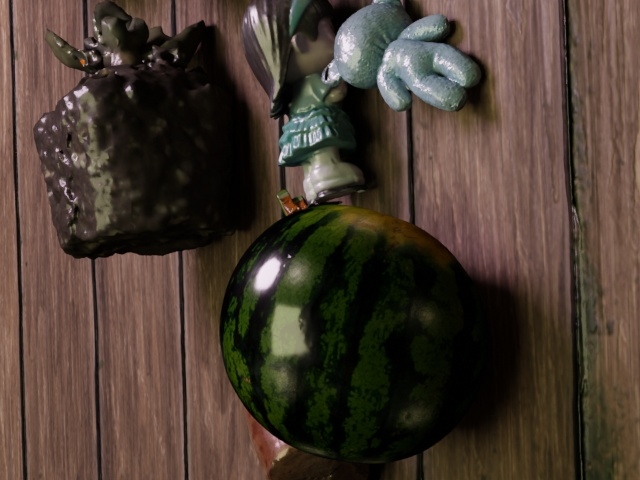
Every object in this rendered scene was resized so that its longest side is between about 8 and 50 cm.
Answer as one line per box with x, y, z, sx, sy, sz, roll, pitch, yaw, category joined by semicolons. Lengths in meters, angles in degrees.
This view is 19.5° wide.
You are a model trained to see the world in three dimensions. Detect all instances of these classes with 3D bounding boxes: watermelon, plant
0.031;0.091;1.800;0.269;0.269;0.269;3;94;57;watermelon
-0.219;-0.141;2.206;0.213;0.215;0.312;-18;73;59;plant

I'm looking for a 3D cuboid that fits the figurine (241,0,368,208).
-0.018;-0.158;1.997;0.138;0.110;0.245;144;114;-72;figurine

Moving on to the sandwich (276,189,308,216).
-0.001;-0.001;2.010;0.135;0.029;0.067;54;173;21;sandwich

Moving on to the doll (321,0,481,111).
0.090;-0.176;1.870;0.180;0.075;0.120;31;79;31;doll

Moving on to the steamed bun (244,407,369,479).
-0.017;0.209;1.972;0.175;0.106;0.145;66;-177;-52;steamed bun
